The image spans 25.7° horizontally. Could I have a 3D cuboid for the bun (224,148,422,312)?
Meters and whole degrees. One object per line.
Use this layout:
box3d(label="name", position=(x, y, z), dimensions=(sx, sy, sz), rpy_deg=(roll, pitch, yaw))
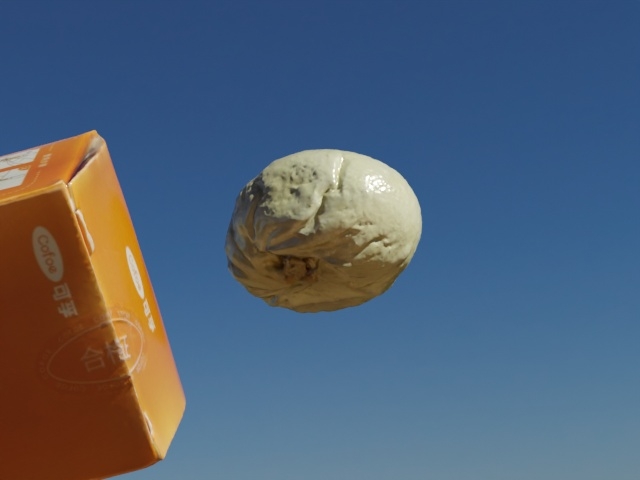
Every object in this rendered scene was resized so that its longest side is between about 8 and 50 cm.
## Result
box3d(label="bun", position=(0.000, 0.000, 1.300), dimensions=(0.188, 0.111, 0.164), rpy_deg=(-1, -51, 8))

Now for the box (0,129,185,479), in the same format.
box3d(label="box", position=(-0.290, 0.077, 1.016), dimensions=(0.341, 0.225, 0.143), rpy_deg=(-15, 18, 3))
